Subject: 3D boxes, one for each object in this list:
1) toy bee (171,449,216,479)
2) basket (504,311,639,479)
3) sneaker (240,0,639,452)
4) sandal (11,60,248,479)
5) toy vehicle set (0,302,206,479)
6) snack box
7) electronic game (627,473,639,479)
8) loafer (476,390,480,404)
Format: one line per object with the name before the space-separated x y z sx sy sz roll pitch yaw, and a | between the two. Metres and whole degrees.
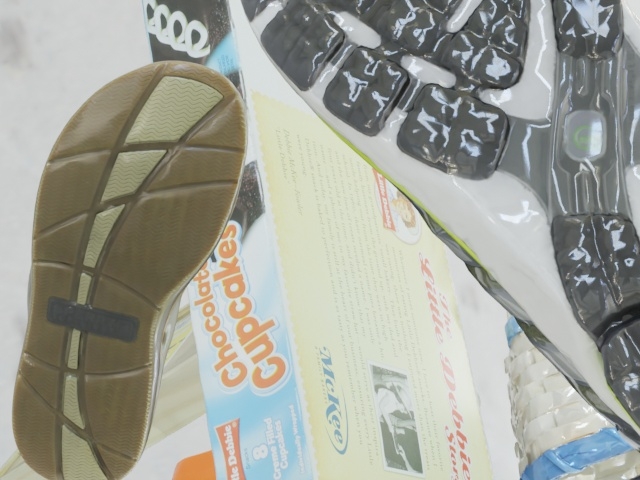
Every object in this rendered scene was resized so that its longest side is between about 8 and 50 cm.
toy bee | 0.024 0.205 1.444 0.162 0.298 0.195 48 51 -24
basket | 0.237 0.167 1.238 0.255 0.201 0.289 70 7 -71
sneaker | 0.074 -0.017 0.545 0.300 0.111 0.121 54 -4 27
sandal | -0.076 0.011 0.682 0.049 0.072 0.180 -66 173 -68
toy vehicle set | -0.107 0.092 1.222 0.035 0.267 0.166 51 33 -10
snack box | 0.000 0.000 0.930 0.187 0.060 0.322 21 53 -53
electronic game | 0.198 0.177 0.819 0.229 0.229 0.048 48 23 -34
loafer | 0.110 0.156 1.466 0.125 0.045 0.039 -84 151 -55
